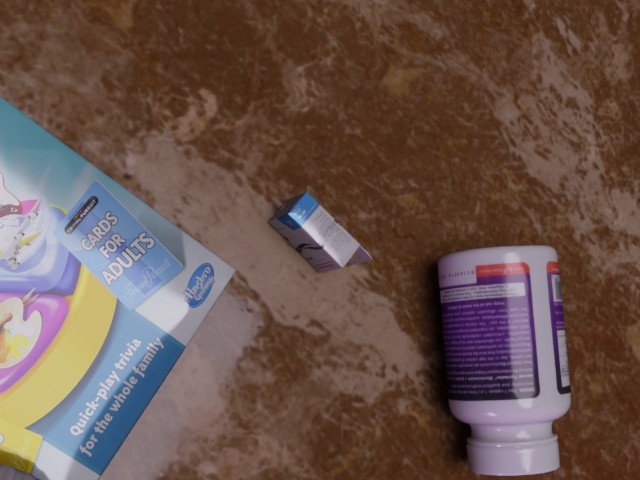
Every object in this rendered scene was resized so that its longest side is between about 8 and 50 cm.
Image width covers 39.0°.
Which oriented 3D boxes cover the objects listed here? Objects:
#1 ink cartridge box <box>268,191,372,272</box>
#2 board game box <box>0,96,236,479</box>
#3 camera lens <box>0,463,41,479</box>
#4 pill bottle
[{"bbox_3d":[0.000,0.000,0.777,0.083,0.048,0.028,44,68,-12],"label":"ink cartridge box"},{"bbox_3d":[-0.268,0.029,0.636,0.336,0.079,0.253,37,69,-16],"label":"board game box"},{"bbox_3d":[-0.231,0.281,0.477,0.219,0.274,0.219,-1,120,-3],"label":"camera lens"},{"bbox_3d":[0.164,0.105,0.805,0.108,0.108,0.193,0,83,-24],"label":"pill bottle"}]
